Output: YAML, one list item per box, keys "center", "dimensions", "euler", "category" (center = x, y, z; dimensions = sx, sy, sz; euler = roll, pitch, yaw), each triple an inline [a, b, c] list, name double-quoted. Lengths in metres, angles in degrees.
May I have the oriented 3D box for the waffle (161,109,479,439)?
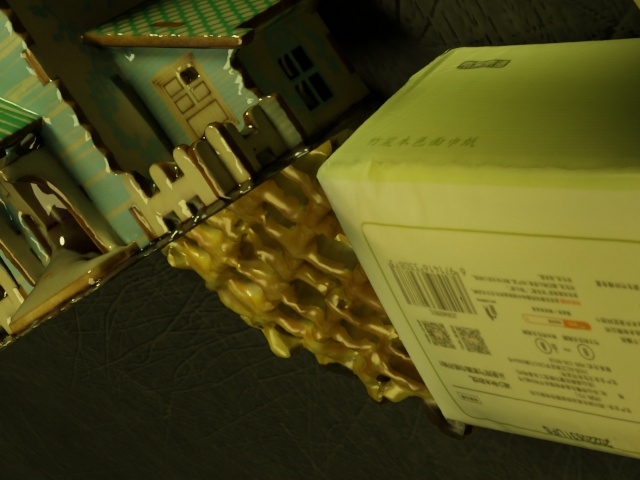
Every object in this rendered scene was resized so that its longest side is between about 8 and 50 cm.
- center: [0.007, 0.007, 0.949]
  dimensions: [0.329, 0.062, 0.329]
  euler: [28, 156, 14]
  category: "waffle"

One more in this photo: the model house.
- center: [-0.136, -0.080, 0.768]
  dimensions: [0.271, 0.178, 0.206]
  euler: [-29, 95, 45]
  category: "model house"

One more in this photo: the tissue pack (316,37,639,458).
- center: [0.134, 0.003, 0.659]
  dimensions: [0.234, 0.125, 0.159]
  euler: [4, 129, 51]
  category: "tissue pack"

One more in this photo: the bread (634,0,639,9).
- center: [0.160, -0.103, 0.451]
  dimensions: [0.236, 0.106, 0.140]
  euler: [47, 156, -27]
  category: "bread"
